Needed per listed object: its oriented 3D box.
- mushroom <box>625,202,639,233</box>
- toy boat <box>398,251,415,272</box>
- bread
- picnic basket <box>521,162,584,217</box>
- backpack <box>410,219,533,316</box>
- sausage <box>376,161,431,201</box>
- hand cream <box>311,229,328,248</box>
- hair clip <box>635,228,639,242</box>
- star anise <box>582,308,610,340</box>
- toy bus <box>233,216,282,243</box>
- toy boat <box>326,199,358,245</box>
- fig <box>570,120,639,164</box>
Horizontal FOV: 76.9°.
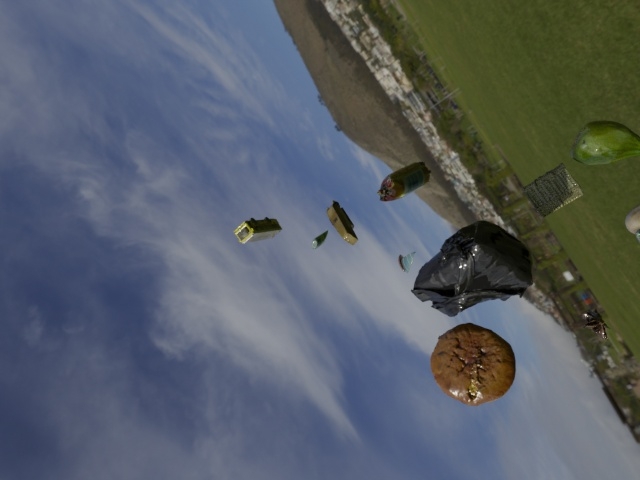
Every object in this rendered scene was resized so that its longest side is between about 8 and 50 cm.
[{"bbox_3d":[1.354,-0.084,1.597,0.206,0.206,0.209,24,-163,-51],"label":"mushroom"},{"bbox_3d":[0.410,0.096,1.890,0.034,0.122,0.096,-11,-107,-22],"label":"toy boat"},{"bbox_3d":[0.583,0.474,1.530,0.172,0.312,0.311,38,-149,-45],"label":"bread"},{"bbox_3d":[1.041,-0.230,1.818,0.134,0.196,0.154,18,-136,-45],"label":"picnic basket"},{"bbox_3d":[0.583,0.142,1.602,0.364,0.445,0.254,30,-134,-12],"label":"backpack"},{"bbox_3d":[0.330,-0.238,1.693,0.318,0.125,0.117,-28,-94,-40],"label":"sausage"},{"bbox_3d":[0.000,0.000,2.286,0.046,0.095,0.175,24,-158,18],"label":"hand cream"},{"bbox_3d":[1.077,0.000,1.308,0.229,0.036,0.065,14,-94,-27],"label":"hair clip"},{"bbox_3d":[1.092,0.320,1.598,0.124,0.056,0.129,30,-127,-1],"label":"star anise"},{"bbox_3d":[-0.243,-0.042,1.584,0.074,0.081,0.226,56,-158,9],"label":"toy bus"},{"bbox_3d":[0.095,-0.074,1.689,0.088,0.068,0.225,9,-139,-46],"label":"toy boat"},{"bbox_3d":[1.066,-0.369,1.502,0.167,0.234,0.166,-1,-88,-37],"label":"fig"}]
